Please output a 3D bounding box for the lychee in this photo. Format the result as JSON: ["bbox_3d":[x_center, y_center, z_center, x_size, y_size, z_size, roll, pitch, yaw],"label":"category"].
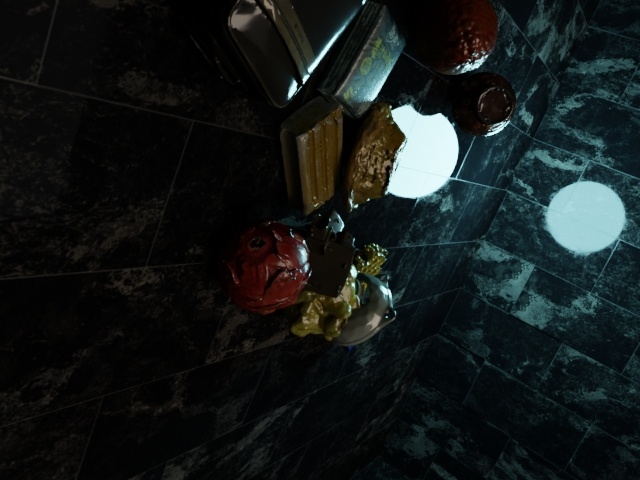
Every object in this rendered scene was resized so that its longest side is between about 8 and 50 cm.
[{"bbox_3d":[0.391,-0.606,1.631,0.255,0.255,0.300,81,12,-50],"label":"lychee"}]

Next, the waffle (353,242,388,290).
[{"bbox_3d":[0.163,0.119,2.134,0.228,0.051,0.232,5,113,-63],"label":"waffle"}]

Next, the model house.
[{"bbox_3d":[0.000,0.000,1.542,0.243,0.211,0.204,97,13,-55],"label":"model house"}]

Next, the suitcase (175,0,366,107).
[{"bbox_3d":[-0.054,-0.471,1.048,0.434,0.194,0.283,-54,152,-9],"label":"suitcase"}]

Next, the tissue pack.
[{"bbox_3d":[0.112,-0.454,1.458,0.257,0.081,0.185,-61,154,1],"label":"tissue pack"}]

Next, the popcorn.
[{"bbox_3d":[0.001,0.169,1.738,0.252,0.215,0.286,30,96,-19],"label":"popcorn"}]

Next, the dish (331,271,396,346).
[{"bbox_3d":[0.097,0.208,1.904,0.303,0.303,0.120,-53,129,-13],"label":"dish"}]

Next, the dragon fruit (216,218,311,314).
[{"bbox_3d":[-0.138,0.066,1.391,0.241,0.241,0.252,-52,135,-15],"label":"dragon fruit"}]

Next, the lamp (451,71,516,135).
[{"bbox_3d":[0.604,-0.506,2.099,0.247,0.247,0.247,-40,147,-34],"label":"lamp"}]

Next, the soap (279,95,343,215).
[{"bbox_3d":[-0.017,-0.212,1.466,0.173,0.089,0.274,-44,149,-31],"label":"soap"}]

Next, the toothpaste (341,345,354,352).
[{"bbox_3d":[0.082,0.320,2.158,0.066,0.076,0.320,-47,150,-21],"label":"toothpaste"}]

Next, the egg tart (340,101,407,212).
[{"bbox_3d":[0.160,-0.228,1.616,0.341,0.129,0.341,20,90,-84],"label":"egg tart"}]
